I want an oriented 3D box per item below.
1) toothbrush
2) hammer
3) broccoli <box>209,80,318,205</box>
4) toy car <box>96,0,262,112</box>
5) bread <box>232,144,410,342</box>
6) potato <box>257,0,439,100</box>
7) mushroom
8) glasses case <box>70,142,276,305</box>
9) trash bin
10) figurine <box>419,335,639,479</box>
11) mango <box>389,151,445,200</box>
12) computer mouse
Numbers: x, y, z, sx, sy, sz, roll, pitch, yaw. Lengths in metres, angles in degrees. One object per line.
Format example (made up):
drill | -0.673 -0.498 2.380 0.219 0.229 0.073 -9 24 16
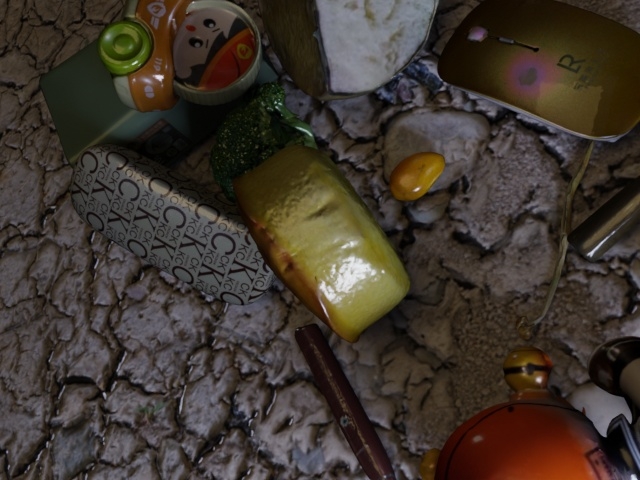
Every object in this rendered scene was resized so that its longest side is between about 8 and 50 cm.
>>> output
toothbrush | 0.056 0.262 1.049 0.041 0.041 0.364 -36 60 12
hammer | 0.474 -0.134 0.945 0.440 0.044 0.168 -44 20 15
broccoli | -0.089 -0.135 1.198 0.156 0.195 0.195 -15 61 -16
toy car | -0.190 -0.290 1.163 0.235 0.145 0.235 1 77 -2
bread | 0.000 0.000 1.037 0.148 0.270 0.270 -37 60 7
potato | 0.038 -0.325 1.233 0.264 0.211 0.190 25 127 63
mushroom | 0.309 -0.006 1.025 0.286 0.028 0.026 -67 17 -8
glasses case | -0.221 -0.025 1.202 0.354 0.085 0.137 28 115 12
trash bin | -0.266 -0.261 1.324 0.343 0.158 0.223 -34 61 12
figurine | 0.260 0.265 0.851 0.323 0.196 0.320 -26 69 6
mango | 0.137 -0.092 1.128 0.089 0.046 0.060 -32 63 -1
computer mouse | 0.294 -0.236 1.071 0.310 0.072 0.158 32 87 36
